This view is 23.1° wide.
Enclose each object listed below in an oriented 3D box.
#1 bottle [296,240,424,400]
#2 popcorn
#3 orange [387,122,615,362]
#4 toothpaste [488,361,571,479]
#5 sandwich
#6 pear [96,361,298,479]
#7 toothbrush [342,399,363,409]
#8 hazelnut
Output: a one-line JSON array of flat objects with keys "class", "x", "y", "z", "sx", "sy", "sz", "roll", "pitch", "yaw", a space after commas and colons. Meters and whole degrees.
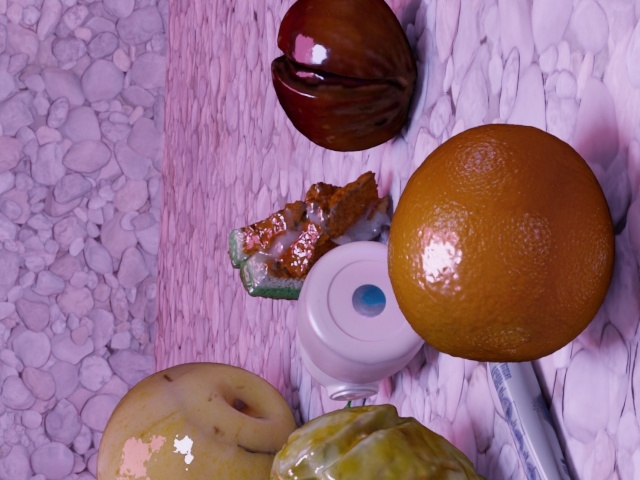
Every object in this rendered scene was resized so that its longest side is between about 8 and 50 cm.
[{"class": "bottle", "x": 0.039, "y": 0.104, "z": 1.801, "sx": 0.236, "sy": 0.147, "sz": 0.147, "roll": 110, "pitch": 158, "yaw": -69}, {"class": "popcorn", "x": 0.057, "y": 0.258, "z": 1.536, "sx": 0.204, "sy": 0.221, "sz": 0.184, "roll": -18, "pitch": -49, "yaw": -63}, {"class": "orange", "x": 0.149, "y": 0.003, "z": 1.301, "sx": 0.206, "sy": 0.206, "sz": 0.206, "roll": -178, "pitch": 90, "yaw": -75}, {"class": "toothpaste", "x": 0.192, "y": 0.181, "z": 1.399, "sx": 0.062, "sy": 0.039, "sz": 0.239, "roll": 101, "pitch": 161, "yaw": -46}, {"class": "sandwich", "x": -0.009, "y": 0.002, "z": 1.908, "sx": 0.160, "sy": 0.185, "sz": 0.109, "roll": 113, "pitch": 147, "yaw": -61}, {"class": "pear", "x": -0.172, "y": 0.319, "z": 2.274, "sx": 0.309, "sy": 0.309, "sz": 0.309, "roll": -178, "pitch": 90, "yaw": -75}, {"class": "toothbrush", "x": 0.028, "y": 0.235, "z": 2.005, "sx": 0.042, "sy": 0.040, "sz": 0.418, "roll": -106, "pitch": 23, "yaw": -55}, {"class": "hazelnut", "x": 0.034, "y": -0.198, "z": 1.836, "sx": 0.178, "sy": 0.178, "sz": 0.204, "roll": -112, "pitch": 23, "yaw": -57}]
